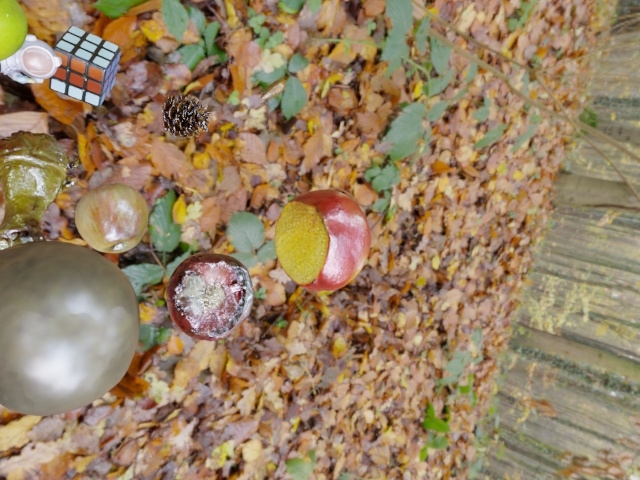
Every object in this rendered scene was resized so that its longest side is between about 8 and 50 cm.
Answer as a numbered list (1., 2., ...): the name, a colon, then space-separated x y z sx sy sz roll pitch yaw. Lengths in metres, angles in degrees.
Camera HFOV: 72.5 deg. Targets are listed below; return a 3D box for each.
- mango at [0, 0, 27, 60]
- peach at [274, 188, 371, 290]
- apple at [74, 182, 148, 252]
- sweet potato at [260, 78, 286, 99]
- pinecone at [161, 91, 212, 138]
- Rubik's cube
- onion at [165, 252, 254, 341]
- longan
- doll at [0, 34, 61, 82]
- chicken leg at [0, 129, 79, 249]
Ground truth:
1. mango: -0.678 -0.442 0.841 0.192 0.343 0.156 10 120 -34
2. peach: 0.000 0.000 0.822 0.192 0.190 0.190 42 67 -59
3. apple: -0.778 -0.081 1.648 0.256 0.234 0.257 -24 163 -8
4. sweet potato: -0.115 -0.375 1.085 0.095 0.034 0.034 -49 145 -24
5. pinecone: -0.471 -0.445 1.569 0.163 0.165 0.163 8 90 -83
6. Rubik's cube: -0.765 -0.564 1.423 0.160 0.163 0.162 -51 -149 41
7. onion: -0.342 0.162 1.316 0.272 0.195 0.272 -2 93 -43
8. longan: -0.323 0.099 0.534 0.198 0.212 0.198 -30 167 -7
9. doll: -0.836 -0.475 1.130 0.287 0.151 0.151 -9 115 -31
10. chicken leg: -0.690 -0.133 0.992 0.140 0.211 0.361 -53 -149 35
